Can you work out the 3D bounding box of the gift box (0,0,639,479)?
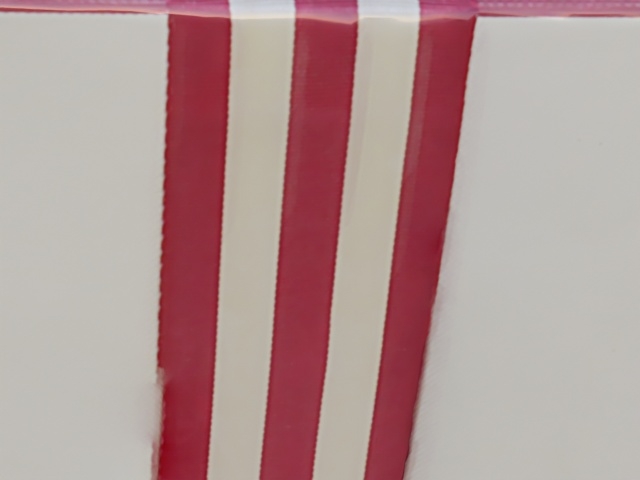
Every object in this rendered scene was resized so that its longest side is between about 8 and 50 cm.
[{"bbox_3d":[0.000,0.000,0.487,0.276,0.258,0.255,3,37,-6],"label":"gift box"}]
